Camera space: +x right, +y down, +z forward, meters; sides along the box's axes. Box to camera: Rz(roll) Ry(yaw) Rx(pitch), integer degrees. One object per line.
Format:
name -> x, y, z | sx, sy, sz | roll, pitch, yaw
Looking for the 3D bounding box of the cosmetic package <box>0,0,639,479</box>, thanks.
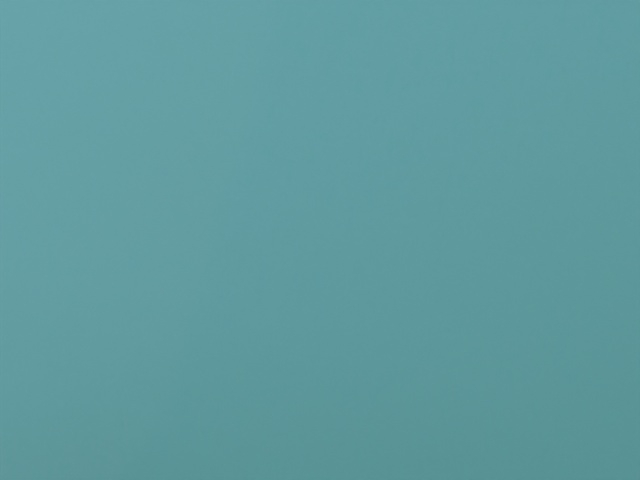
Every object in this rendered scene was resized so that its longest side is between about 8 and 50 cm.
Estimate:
cosmetic package -> 0.000, 0.000, 0.405 | 0.365, 0.155, 0.197 | 11, 101, -8
